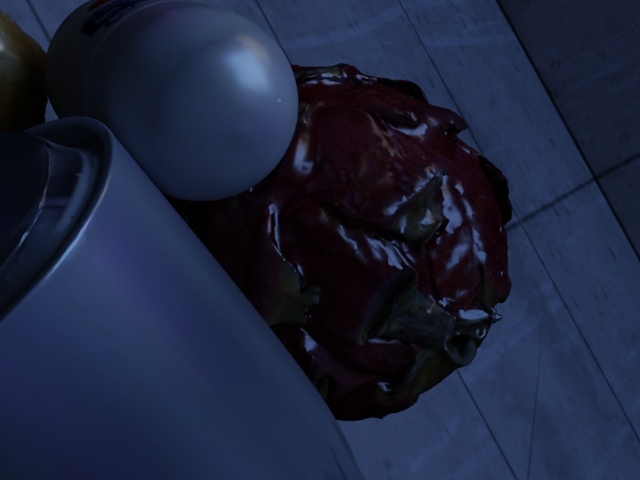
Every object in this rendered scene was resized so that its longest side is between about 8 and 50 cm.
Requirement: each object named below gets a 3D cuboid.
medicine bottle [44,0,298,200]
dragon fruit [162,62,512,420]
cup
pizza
[{"bbox_3d":[-0.109,-0.105,1.203,0.130,0.130,0.341,53,-7,-18],"label":"medicine bottle"},{"bbox_3d":[-0.001,0.002,1.442,0.329,0.329,0.329,46,27,-32],"label":"dragon fruit"},{"bbox_3d":[-0.134,0.125,1.085,0.371,0.253,0.253,51,24,-26],"label":"cup"},{"bbox_3d":[-0.292,-0.130,1.250,0.182,0.074,0.365,69,16,4],"label":"pizza"}]
